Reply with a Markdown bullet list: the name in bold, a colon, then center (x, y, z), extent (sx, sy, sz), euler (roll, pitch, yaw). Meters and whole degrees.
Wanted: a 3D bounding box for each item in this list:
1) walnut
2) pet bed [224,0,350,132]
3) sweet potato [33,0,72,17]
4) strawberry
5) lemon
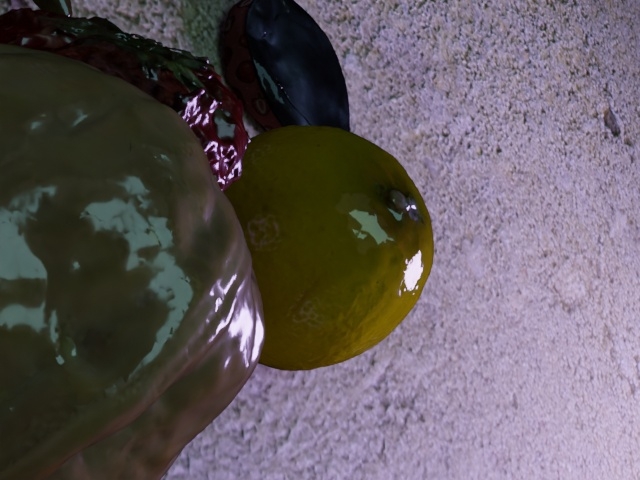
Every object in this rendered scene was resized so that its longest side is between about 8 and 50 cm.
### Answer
- **walnut**: center (-0.226, 0.047, 1.235), extent (0.381, 0.381, 0.381), euler (38, 40, -40)
- **pet bed**: center (-0.034, -0.183, 2.011), extent (0.201, 0.053, 0.201), euler (38, 40, -42)
- **sweet potato**: center (-0.273, -0.308, 1.694), extent (0.077, 0.077, 0.243), euler (5, 73, -58)
- **strawberry**: center (-0.200, -0.070, 1.510), extent (0.274, 0.220, 0.274), euler (22, 10, -4)
- **lemon**: center (0.000, 0.000, 1.766), extent (0.240, 0.219, 0.240), euler (32, 47, -41)
